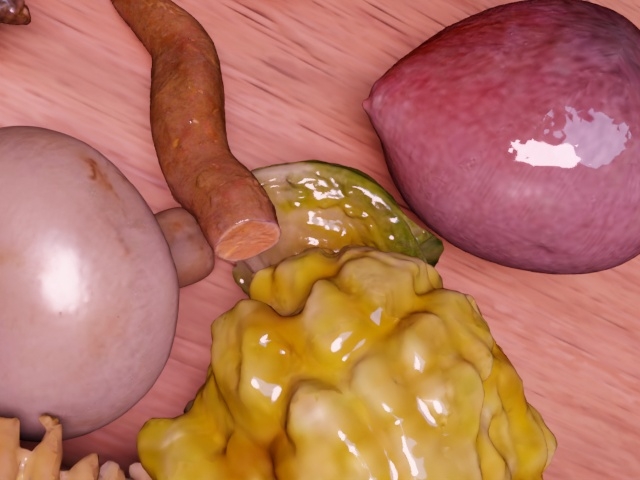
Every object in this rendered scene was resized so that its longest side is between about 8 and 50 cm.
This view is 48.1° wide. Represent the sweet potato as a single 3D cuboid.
[{"bbox_3d":[-0.100,-0.105,0.537,0.067,0.059,0.281,-20,58,-3],"label":"sweet potato"}]

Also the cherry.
[{"bbox_3d":[0.161,-0.077,0.579,0.239,0.206,0.239,-8,56,11],"label":"cherry"}]

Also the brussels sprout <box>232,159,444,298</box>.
[{"bbox_3d":[0.000,-0.002,0.563,0.181,0.139,0.100,29,34,9],"label":"brussels sprout"}]

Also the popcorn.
[{"bbox_3d":[0.026,0.143,0.448,0.257,0.224,0.270,31,116,21],"label":"popcorn"}]

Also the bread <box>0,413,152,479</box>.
[{"bbox_3d":[-0.221,0.216,0.421,0.274,0.149,0.274,-5,124,-7],"label":"bread"}]

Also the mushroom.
[{"bbox_3d":[-0.167,0.022,0.495,0.215,0.207,0.207,-20,91,-51],"label":"mushroom"}]

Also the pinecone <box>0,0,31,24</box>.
[{"bbox_3d":[-0.304,-0.199,0.469,0.212,0.169,0.186,22,72,12],"label":"pinecone"}]
